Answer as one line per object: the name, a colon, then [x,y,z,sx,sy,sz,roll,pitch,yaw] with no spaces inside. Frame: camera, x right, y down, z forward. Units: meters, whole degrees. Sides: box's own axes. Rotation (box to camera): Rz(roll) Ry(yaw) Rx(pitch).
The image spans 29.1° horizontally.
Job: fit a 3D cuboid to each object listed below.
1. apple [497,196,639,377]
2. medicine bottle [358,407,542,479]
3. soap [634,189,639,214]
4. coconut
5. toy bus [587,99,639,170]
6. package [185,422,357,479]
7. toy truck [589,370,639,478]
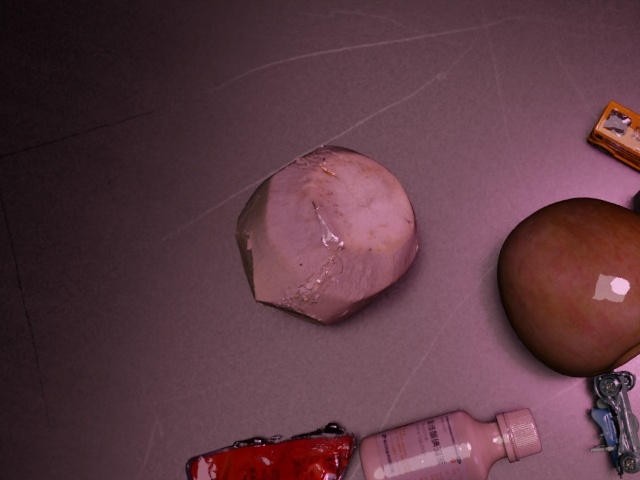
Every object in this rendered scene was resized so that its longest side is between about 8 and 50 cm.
apple: [0.372,0.057,1.695,0.256,0.257,0.234,-30,69,2]
medicine bottle: [0.187,0.303,1.755,0.252,0.114,0.114,-16,82,4]
soap: [0.545,-0.043,1.752,0.183,0.121,0.064,4,84,6]
coconut: [0.000,0.000,1.751,0.245,0.247,0.245,14,58,-23]
toy bus: [0.476,-0.139,1.794,0.162,0.074,0.070,30,86,10]
package: [-0.060,0.377,1.799,0.269,0.071,0.194,-16,68,8]
toy truck: [0.419,0.260,1.762,0.078,0.080,0.154,-18,81,31]
